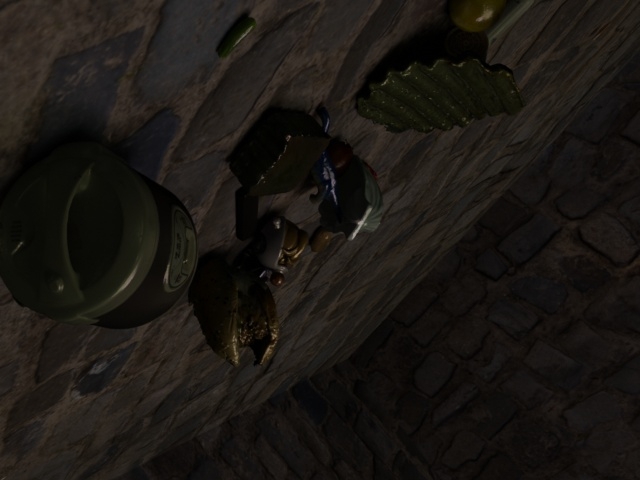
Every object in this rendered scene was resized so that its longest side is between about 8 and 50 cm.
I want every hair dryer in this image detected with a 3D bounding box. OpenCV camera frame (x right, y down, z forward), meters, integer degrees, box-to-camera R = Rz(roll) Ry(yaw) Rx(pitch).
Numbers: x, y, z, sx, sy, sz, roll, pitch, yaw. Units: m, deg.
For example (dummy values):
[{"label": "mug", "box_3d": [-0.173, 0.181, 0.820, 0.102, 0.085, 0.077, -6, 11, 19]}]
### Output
[{"label": "hair dryer", "box_3d": [0.435, -0.520, 1.931, 0.357, 0.107, 0.173, -44, 166, -7]}]

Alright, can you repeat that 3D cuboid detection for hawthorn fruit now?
[{"label": "hawthorn fruit", "box_3d": [0.043, -0.203, 1.933, 0.093, 0.081, 0.081, -44, 162, 8]}]

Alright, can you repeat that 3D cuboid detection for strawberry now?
[{"label": "strawberry", "box_3d": [0.123, -0.178, 2.175, 0.073, 0.073, 0.083, -31, 145, -26]}]

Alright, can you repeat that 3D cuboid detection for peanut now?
[{"label": "peanut", "box_3d": [0.000, 0.000, 2.392, 0.053, 0.054, 0.113, -25, 161, -37]}]

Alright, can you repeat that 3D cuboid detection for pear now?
[{"label": "pear", "box_3d": [0.354, -0.518, 1.743, 0.141, 0.104, 0.141, -33, 165, -10]}]

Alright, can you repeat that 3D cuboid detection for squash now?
[{"label": "squash", "box_3d": [-0.140, -0.336, 1.314, 0.089, 0.027, 0.027, -42, 163, 20]}]

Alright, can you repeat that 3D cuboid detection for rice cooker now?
[{"label": "rice cooker", "box_3d": [-0.361, 0.001, 1.304, 0.288, 0.288, 0.277, -40, 162, 2]}]

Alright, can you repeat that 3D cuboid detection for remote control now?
[{"label": "remote control", "box_3d": [-0.174, -0.068, 1.915, 0.063, 0.025, 0.245, -37, 163, -19]}]

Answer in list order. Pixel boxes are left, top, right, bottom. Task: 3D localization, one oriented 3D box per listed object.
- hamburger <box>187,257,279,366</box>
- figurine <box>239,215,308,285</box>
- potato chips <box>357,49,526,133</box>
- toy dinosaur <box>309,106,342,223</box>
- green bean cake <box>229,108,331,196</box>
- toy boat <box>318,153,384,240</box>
[{"label": "hamburger", "box_3d": [-0.216, 0.165, 1.996, 0.167, 0.288, 0.192, -4, 132, -32]}, {"label": "figurine", "box_3d": [-0.139, 0.032, 2.094, 0.274, 0.133, 0.194, -22, -134, 58]}, {"label": "potato chips", "box_3d": [0.289, -0.340, 1.899, 0.358, 0.070, 0.429, -16, 162, 28]}, {"label": "toy dinosaur", "box_3d": [0.022, -0.165, 1.806, 0.188, 0.248, 0.075, -28, -170, 45]}, {"label": "green bean cake", "box_3d": [-0.087, -0.186, 1.678, 0.181, 0.094, 0.173, -49, 161, 26]}, {"label": "toy boat", "box_3d": [0.083, -0.097, 1.964, 0.100, 0.290, 0.200, 21, 113, -20]}]
